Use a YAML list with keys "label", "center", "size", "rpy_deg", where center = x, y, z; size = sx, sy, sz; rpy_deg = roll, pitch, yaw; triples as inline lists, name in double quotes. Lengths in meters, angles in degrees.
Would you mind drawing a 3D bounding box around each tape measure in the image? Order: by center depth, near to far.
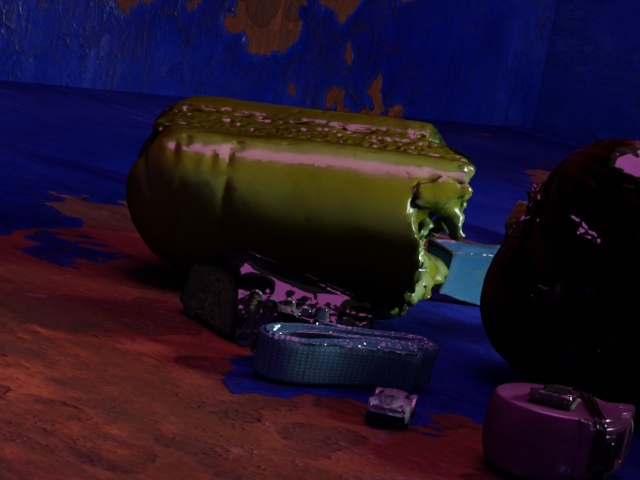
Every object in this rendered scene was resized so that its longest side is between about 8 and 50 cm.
- label: "tape measure"
  center: [0.196, 0.157, 1.486]
  size: [0.118, 0.074, 0.125]
  rpy_deg: [12, 8, 14]

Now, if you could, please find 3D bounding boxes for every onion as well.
- label: "onion"
  center: [0.283, 0.028, 1.754]
  size: [0.221, 0.281, 0.281]
  rpy_deg: [-11, 21, -40]

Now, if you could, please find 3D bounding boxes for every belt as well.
- label: "belt"
  center: [0.018, 0.102, 1.680]
  size: [0.179, 0.065, 0.100]
  rpy_deg: [9, 18, -20]

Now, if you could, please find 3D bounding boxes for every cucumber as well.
- label: "cucumber"
  center: [-0.041, 0.063, 1.799]
  size: [0.193, 0.086, 0.115]
  rpy_deg: [16, 7, -6]

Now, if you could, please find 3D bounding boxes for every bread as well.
- label: "bread"
  center: [-0.026, -0.040, 2.002]
  size: [0.376, 0.208, 0.251]
  rpy_deg: [10, 16, 3]

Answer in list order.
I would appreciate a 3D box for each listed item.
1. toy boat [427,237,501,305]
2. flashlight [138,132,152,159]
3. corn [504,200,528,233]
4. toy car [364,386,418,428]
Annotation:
- label: "toy boat"
  center: [0.205, 0.039, 2.179]
  size: [0.185, 0.075, 0.077]
  rpy_deg: [8, 18, -26]
- label: "flashlight"
  center: [-0.082, -0.076, 2.507]
  size: [0.424, 0.103, 0.103]
  rpy_deg: [15, 11, 35]
- label: "corn"
  center: [0.370, -0.006, 2.606]
  size: [0.086, 0.086, 0.288]
  rpy_deg: [4, 8, -33]
- label: "toy car"
  center: [0.064, 0.143, 1.576]
  size: [0.041, 0.025, 0.093]
  rpy_deg: [12, 10, 6]
